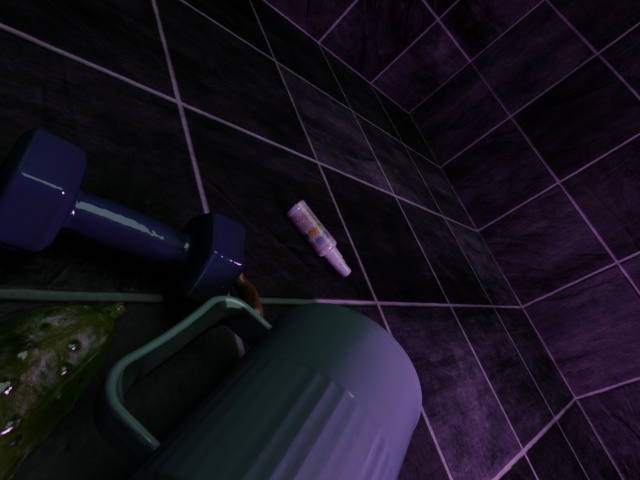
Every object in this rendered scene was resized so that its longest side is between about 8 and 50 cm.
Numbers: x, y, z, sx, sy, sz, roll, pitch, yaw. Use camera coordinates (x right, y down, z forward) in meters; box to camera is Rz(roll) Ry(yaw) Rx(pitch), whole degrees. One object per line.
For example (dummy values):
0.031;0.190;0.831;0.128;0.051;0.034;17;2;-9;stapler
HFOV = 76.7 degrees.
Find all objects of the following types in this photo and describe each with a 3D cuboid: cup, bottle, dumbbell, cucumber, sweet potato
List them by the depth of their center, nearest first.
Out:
-0.292;0.128;0.406;0.134;0.134;0.244;51;27;-5;cucumber
-0.051;0.230;0.482;0.311;0.256;0.332;-38;106;-59;cup
-0.265;-0.013;0.564;0.324;0.144;0.160;27;37;-36;dumbbell
-0.128;0.110;0.733;0.153;0.038;0.041;67;10;25;sweet potato
0.000;0.000;1.004;0.217;0.060;0.060;52;30;-2;bottle
